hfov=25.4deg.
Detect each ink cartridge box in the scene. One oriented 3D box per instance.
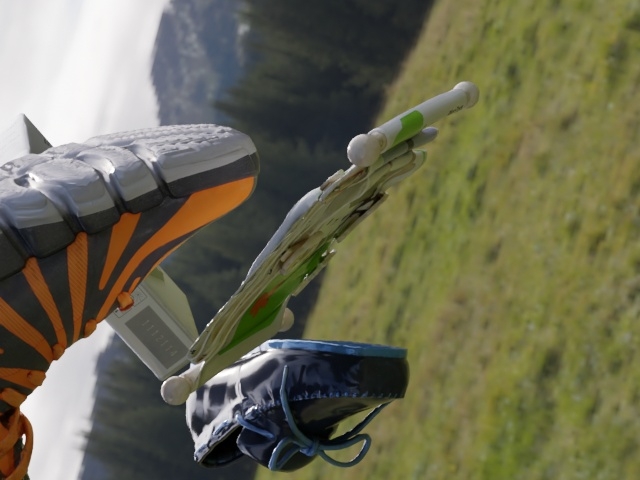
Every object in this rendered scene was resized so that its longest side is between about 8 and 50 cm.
[{"bbox_3d":[-0.260,-0.015,1.574,0.066,0.296,0.261,-37,28,3],"label":"ink cartridge box"}]

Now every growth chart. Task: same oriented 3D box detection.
[{"bbox_3d":[0.000,0.000,0.784,0.237,0.021,0.172,-51,-10,36],"label":"growth chart"}]

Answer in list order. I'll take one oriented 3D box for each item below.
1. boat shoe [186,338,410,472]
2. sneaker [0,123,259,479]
[{"bbox_3d":[-0.014,0.121,0.988,0.258,0.109,0.089,154,122,-64],"label":"boat shoe"},{"bbox_3d":[-0.166,0.057,0.793,0.124,0.321,0.180,28,138,67],"label":"sneaker"}]
